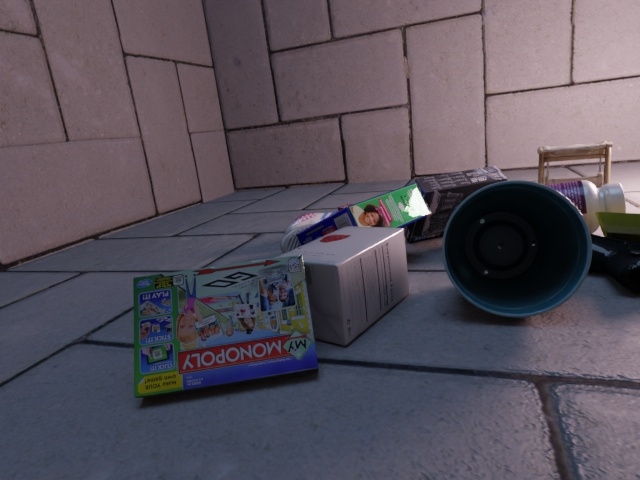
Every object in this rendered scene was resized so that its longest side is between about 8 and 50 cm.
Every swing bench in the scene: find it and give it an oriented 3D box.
[{"bbox_3d":[1.036,-0.274,1.728,0.253,0.254,0.165,2,17,31],"label":"swing bench"}]

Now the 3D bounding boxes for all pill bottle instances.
[{"bbox_3d":[0.748,-0.094,1.301,0.301,0.169,0.169,-6,13,27],"label":"pill bottle"}]

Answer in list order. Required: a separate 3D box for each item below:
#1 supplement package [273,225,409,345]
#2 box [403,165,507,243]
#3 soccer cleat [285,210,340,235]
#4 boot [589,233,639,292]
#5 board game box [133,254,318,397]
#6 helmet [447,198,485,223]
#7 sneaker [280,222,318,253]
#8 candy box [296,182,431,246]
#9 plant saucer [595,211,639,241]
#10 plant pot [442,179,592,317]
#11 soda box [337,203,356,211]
[{"bbox_3d":[0.059,0.084,0.971,0.177,0.175,0.293,3,17,37],"label":"supplement package"},{"bbox_3d":[0.452,-0.122,1.451,0.307,0.242,0.076,-10,50,-14],"label":"box"},{"bbox_3d":[0.026,-0.056,1.643,0.331,0.116,0.143,-15,16,-30],"label":"soccer cleat"},{"bbox_3d":[0.671,0.048,0.982,0.246,0.094,0.207,5,14,18],"label":"boot"},{"bbox_3d":[-0.175,0.152,0.774,0.317,0.213,0.046,-8,-20,-4],"label":"board game box"},{"bbox_3d":[0.500,-0.060,1.350,0.161,0.169,0.169,4,6,-34],"label":"helmet"},{"bbox_3d":[0.000,0.000,1.465,0.366,0.135,0.150,-10,1,-37],"label":"sneaker"},{"bbox_3d":[0.132,-0.051,1.298,0.317,0.122,0.268,-24,-1,-38],"label":"candy box"},{"bbox_3d":[0.817,-0.005,1.069,0.188,0.045,0.188,8,-21,45],"label":"plant saucer"},{"bbox_3d":[0.420,0.016,0.950,0.272,0.271,0.255,-2,0,19],"label":"plant pot"},{"bbox_3d":[0.204,-0.103,1.788,0.263,0.092,0.083,5,19,38],"label":"soda box"}]
